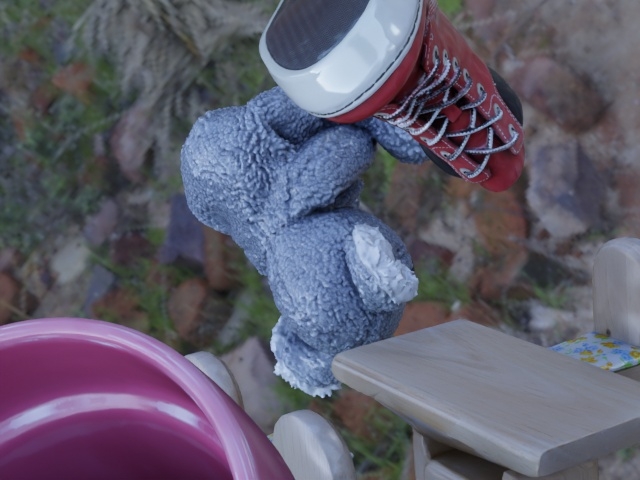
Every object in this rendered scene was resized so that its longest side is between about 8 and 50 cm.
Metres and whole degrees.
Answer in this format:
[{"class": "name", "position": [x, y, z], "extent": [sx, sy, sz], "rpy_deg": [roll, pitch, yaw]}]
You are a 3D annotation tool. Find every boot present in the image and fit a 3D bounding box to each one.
[{"class": "boot", "position": [0.057, -0.077, 0.632], "extent": [0.088, 0.176, 0.244], "rpy_deg": [-39, 17, 15]}]

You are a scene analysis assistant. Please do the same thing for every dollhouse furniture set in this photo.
[{"class": "dollhouse furniture set", "position": [0.154, 0.073, 0.696], "extent": [0.394, 0.362, 0.256], "rpy_deg": [18, 117, 58]}]

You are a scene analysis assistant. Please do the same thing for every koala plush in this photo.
[{"class": "koala plush", "position": [0.000, 0.000, 0.987], "extent": [0.196, 0.203, 0.221], "rpy_deg": [-49, 48, 43]}]

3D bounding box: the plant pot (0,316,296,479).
[{"class": "plant pot", "position": [-0.077, 0.155, 0.455], "extent": [0.201, 0.180, 0.201], "rpy_deg": [-13, 53, 18]}]
